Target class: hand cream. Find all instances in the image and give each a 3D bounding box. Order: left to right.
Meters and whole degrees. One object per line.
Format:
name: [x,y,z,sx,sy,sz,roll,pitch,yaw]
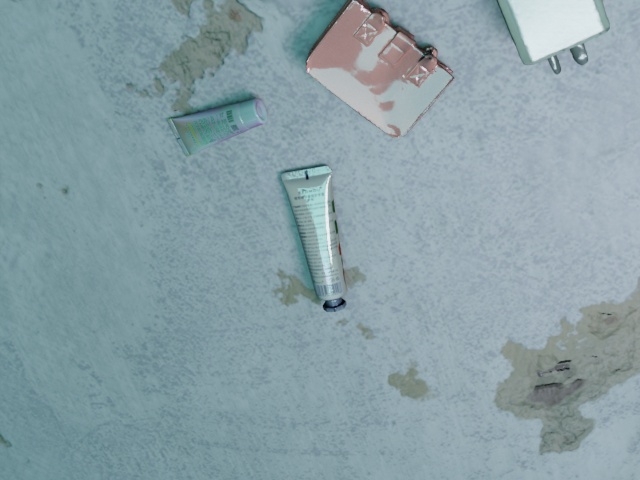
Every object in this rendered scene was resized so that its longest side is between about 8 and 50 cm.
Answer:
hand cream: [-0.179,-0.203,1.526,0.174,0.047,0.076,-15,114,23]
hand cream: [0.000,0.000,1.600,0.095,0.059,0.276,-8,110,11]

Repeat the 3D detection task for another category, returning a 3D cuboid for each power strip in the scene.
power strip: [0.350,-0.354,1.336,0.139,0.140,0.224,-23,112,15]

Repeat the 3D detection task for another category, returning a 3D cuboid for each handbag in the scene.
handbag: [0.096,-0.286,1.443,0.212,0.059,0.157,35,116,-13]
